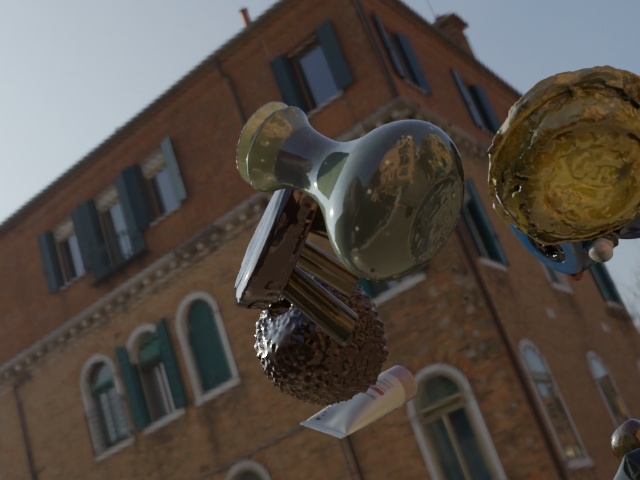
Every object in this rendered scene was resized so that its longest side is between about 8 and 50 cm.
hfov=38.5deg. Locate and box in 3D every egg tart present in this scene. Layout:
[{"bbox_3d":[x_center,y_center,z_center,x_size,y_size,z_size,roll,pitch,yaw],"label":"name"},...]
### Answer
[{"bbox_3d":[0.369,-0.106,1.285,0.279,0.095,0.279,-1,-63,-2],"label":"egg tart"}]

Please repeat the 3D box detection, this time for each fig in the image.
[{"bbox_3d":[0.678,0.446,1.907,0.109,0.154,0.103,2,-50,-47],"label":"fig"}]

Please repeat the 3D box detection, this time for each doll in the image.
[{"bbox_3d":[0.474,-0.091,1.526,0.310,0.284,0.240,-43,-56,-15],"label":"doll"}]

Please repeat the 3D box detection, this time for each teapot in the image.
[{"bbox_3d":[0.027,-0.069,1.031,0.183,0.251,0.183,-35,-41,-38],"label":"teapot"}]

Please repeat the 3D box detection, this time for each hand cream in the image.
[{"bbox_3d":[0.087,0.344,1.911,0.248,0.083,0.133,-23,15,-38],"label":"hand cream"}]

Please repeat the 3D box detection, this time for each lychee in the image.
[{"bbox_3d":[0.010,0.192,1.736,0.267,0.267,0.267,-17,-22,-7],"label":"lychee"}]

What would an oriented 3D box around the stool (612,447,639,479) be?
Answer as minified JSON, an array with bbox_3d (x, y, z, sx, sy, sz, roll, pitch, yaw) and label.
[{"bbox_3d":[0.672,0.503,1.775,0.232,0.141,0.232,-11,-65,-23],"label":"stool"}]

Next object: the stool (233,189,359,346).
[{"bbox_3d":[0.000,0.000,1.325,0.178,0.272,0.272,25,-34,-6],"label":"stool"}]
